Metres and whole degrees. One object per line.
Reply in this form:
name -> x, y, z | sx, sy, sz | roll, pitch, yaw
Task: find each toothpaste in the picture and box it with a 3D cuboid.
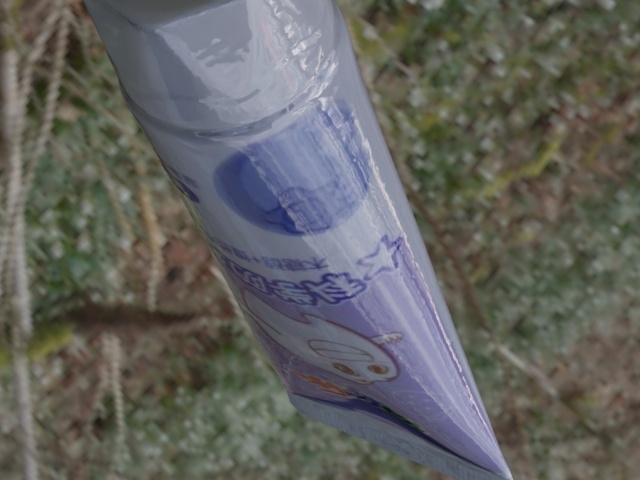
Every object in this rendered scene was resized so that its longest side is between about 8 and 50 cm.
toothpaste -> 0.000, 0.000, 0.745 | 0.080, 0.125, 0.371 | -59, 153, -21
